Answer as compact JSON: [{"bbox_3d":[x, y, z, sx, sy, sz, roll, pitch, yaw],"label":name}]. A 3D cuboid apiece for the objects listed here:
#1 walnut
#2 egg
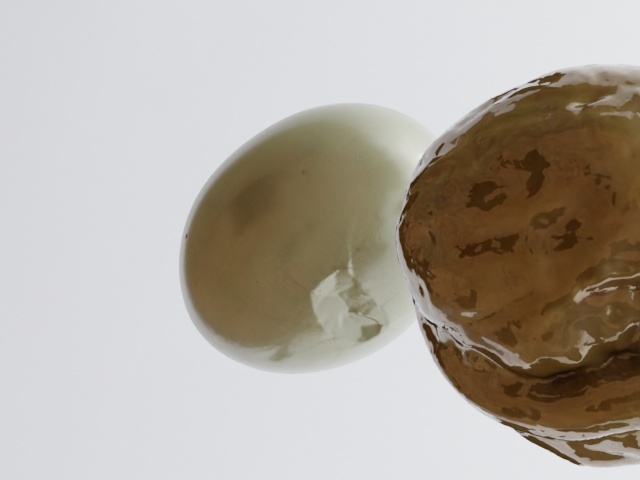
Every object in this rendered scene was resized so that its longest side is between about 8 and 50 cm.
[{"bbox_3d":[0.111,0.006,0.643,0.166,0.166,0.149,-36,-150,42],"label":"walnut"},{"bbox_3d":[0.000,0.000,1.562,0.269,0.219,0.219,-38,-126,18],"label":"egg"}]
